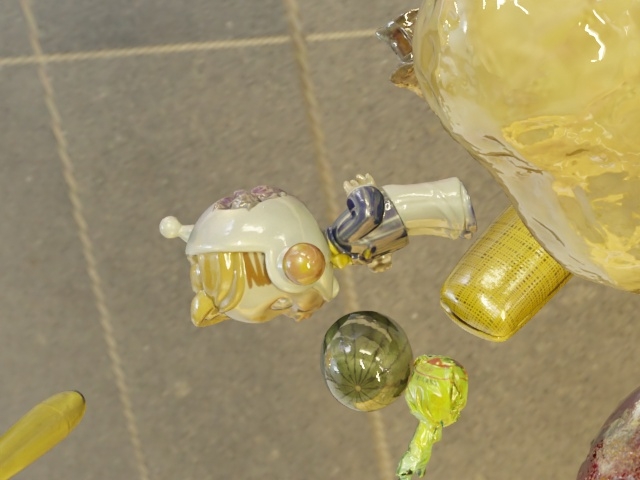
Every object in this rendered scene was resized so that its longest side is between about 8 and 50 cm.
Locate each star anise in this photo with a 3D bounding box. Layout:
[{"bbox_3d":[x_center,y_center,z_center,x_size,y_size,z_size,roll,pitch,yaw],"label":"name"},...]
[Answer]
[{"bbox_3d":[0.176,-0.176,1.693,0.236,0.223,0.109,40,118,18],"label":"star anise"}]

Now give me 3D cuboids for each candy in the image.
[{"bbox_3d":[0.103,0.254,1.868,0.073,0.077,0.262,15,76,24],"label":"candy"}]

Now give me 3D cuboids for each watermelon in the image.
[{"bbox_3d":[0.038,0.098,1.378,0.078,0.110,0.078,-1,113,-3],"label":"watermelon"}]

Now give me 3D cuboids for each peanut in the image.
[{"bbox_3d":[0.119,-0.049,0.638,0.129,0.129,0.224,-24,135,39],"label":"peanut"}]

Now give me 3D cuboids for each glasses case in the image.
[{"bbox_3d":[0.190,-0.008,1.374,0.079,0.234,0.064,34,150,25],"label":"glasses case"}]

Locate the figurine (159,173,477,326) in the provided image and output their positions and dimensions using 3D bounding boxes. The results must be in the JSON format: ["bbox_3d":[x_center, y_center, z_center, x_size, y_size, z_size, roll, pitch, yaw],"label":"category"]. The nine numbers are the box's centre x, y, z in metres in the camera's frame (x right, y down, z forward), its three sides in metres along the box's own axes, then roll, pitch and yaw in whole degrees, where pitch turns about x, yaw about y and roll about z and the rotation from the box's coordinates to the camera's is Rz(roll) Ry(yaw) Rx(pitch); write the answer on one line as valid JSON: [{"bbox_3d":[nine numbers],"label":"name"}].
[{"bbox_3d":[0.003,-0.002,1.525,0.274,0.194,0.133,-18,86,18],"label":"figurine"}]

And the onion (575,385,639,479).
[{"bbox_3d":[0.463,0.293,1.616,0.398,0.398,0.420,59,166,-2],"label":"onion"}]

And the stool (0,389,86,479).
[{"bbox_3d":[-0.216,0.133,0.984,0.135,0.110,0.134,-18,104,27],"label":"stool"}]
